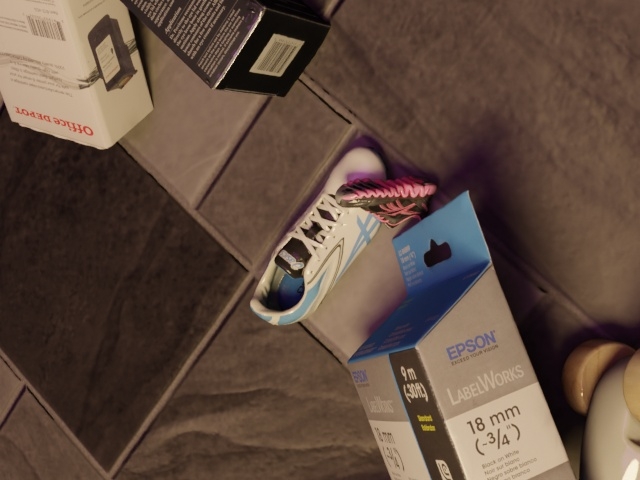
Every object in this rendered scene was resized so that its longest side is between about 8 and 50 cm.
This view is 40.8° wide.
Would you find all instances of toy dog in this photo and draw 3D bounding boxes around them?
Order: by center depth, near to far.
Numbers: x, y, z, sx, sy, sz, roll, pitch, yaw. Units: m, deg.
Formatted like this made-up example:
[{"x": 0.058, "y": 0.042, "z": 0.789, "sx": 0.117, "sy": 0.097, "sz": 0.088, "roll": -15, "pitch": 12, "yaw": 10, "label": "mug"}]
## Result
[{"x": 0.315, "y": 0.241, "z": 0.801, "sx": 0.160, "sy": 0.220, "sz": 0.334, "roll": 8, "pitch": 107, "yaw": -10, "label": "toy dog"}]

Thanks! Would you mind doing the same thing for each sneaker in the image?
[{"x": 0.070, "y": -0.037, "z": 0.930, "sx": 0.047, "sy": 0.119, "sz": 0.057, "roll": -133, "pitch": 45, "yaw": -55, "label": "sneaker"}, {"x": 0.000, "y": 0.000, "z": 0.977, "sx": 0.085, "sy": 0.086, "sz": 0.237, "roll": 38, "pitch": 109, "yaw": 21, "label": "sneaker"}]

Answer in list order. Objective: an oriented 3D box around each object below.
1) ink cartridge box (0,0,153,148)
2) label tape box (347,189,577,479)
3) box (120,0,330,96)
[{"x": -0.321, "y": -0.248, "z": 1.050, "sx": 0.172, "sy": 0.100, "sz": 0.237, "roll": 17, "pitch": 136, "yaw": 25, "label": "ink cartridge box"}, {"x": 0.117, "y": 0.148, "z": 0.839, "sx": 0.105, "sy": 0.240, "sz": 0.334, "roll": -19, "pitch": 83, "yaw": -15, "label": "label tape box"}, {"x": -0.118, "y": -0.269, "z": 0.975, "sx": 0.207, "sy": 0.153, "sz": 0.108, "roll": 45, "pitch": 113, "yaw": 18, "label": "box"}]
